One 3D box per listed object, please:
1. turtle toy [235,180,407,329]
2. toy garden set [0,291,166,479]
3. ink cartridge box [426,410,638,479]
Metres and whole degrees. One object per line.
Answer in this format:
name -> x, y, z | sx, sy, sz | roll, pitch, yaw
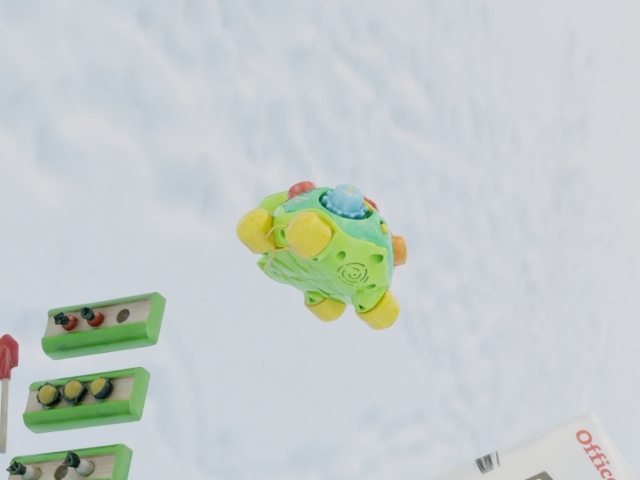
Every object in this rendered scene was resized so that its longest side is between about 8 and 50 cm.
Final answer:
turtle toy -> 0.000, 0.000, 1.105 | 0.095, 0.130, 0.066 | 47, 66, -31
toy garden set -> -0.240, 0.155, 1.441 | 0.049, 0.204, 0.244 | 45, 45, -45
ink cartridge box -> 0.155, 0.240, 1.391 | 0.148, 0.203, 0.086 | 58, -19, 30
